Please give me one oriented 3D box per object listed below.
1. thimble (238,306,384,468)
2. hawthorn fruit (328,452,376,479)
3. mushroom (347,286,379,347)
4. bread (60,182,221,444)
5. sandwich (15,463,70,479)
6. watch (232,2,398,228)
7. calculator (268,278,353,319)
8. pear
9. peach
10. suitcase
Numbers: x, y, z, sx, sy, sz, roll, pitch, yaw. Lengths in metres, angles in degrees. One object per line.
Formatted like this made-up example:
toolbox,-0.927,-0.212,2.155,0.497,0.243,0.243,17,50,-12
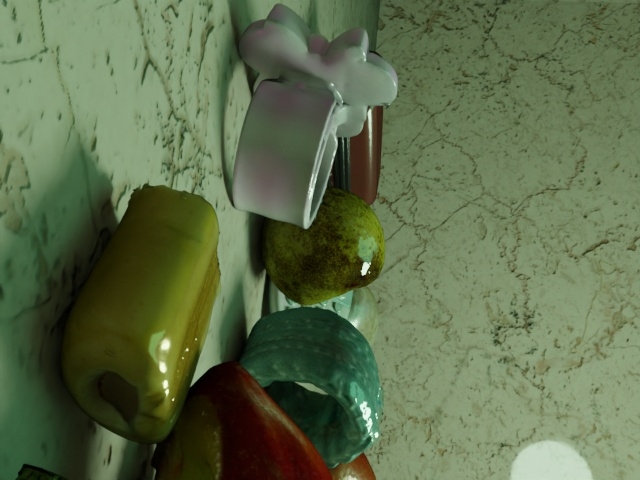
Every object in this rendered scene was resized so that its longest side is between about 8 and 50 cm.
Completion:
thimble,-0.011,0.216,0.955,0.198,0.235,0.143,-57,-171,31
hawthorn fruit,-0.023,0.392,1.092,0.261,0.224,0.224,-107,-163,-67
mushroom,0.012,0.170,1.325,0.226,0.178,0.226,-34,140,-35
bread,-0.132,0.053,0.492,0.173,0.085,0.134,-79,177,-47
sandwich,-0.173,0.251,0.375,0.159,0.079,0.235,-61,152,-49
watch,-0.024,-0.137,0.870,0.248,0.211,0.217,98,8,-70
calculator,-0.014,0.063,1.183,0.184,0.042,0.295,28,58,-34
pear,0.000,0.000,1.050,0.197,0.197,0.197,4,90,-82
peach,-0.055,0.236,0.509,0.159,0.154,0.267,1,-107,54
suitcase,0.050,-0.235,1.395,0.236,0.161,0.297,-79,170,-45
